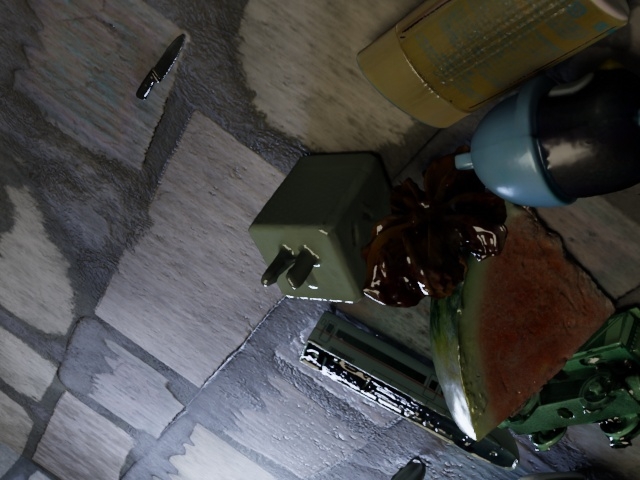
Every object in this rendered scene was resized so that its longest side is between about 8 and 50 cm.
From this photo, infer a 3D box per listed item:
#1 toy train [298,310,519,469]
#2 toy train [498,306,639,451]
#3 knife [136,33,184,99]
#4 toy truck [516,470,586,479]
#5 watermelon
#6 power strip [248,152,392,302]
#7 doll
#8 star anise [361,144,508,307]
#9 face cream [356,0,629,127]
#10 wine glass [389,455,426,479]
[{"bbox_3d":[0.163,0.255,1.384,0.407,0.088,0.086,29,144,6],"label":"toy train"},{"bbox_3d":[0.360,0.206,1.133,0.115,0.154,0.269,44,141,-12],"label":"toy train"},{"bbox_3d":[-0.233,-0.250,1.181,0.023,0.010,0.170,42,140,-10],"label":"knife"},{"bbox_3d":[0.354,0.569,1.409,0.173,0.207,0.387,9,120,-35],"label":"toy truck"},{"bbox_3d":[0.249,0.102,1.090,0.193,0.232,0.310,-19,76,49],"label":"watermelon"},{"bbox_3d":[0.000,0.000,1.109,0.139,0.224,0.140,3,134,33],"label":"power strip"},{"bbox_3d":[0.284,-0.114,0.841,0.314,0.177,0.141,-13,84,32],"label":"doll"},{"bbox_3d":[0.144,-0.008,0.972,0.126,0.220,0.190,41,158,-13],"label":"star anise"},{"bbox_3d":[0.172,-0.218,0.875,0.139,0.067,0.285,44,141,-16],"label":"face cream"},{"bbox_3d":[0.239,0.553,1.615,0.232,0.156,0.156,45,141,-9],"label":"wine glass"}]
